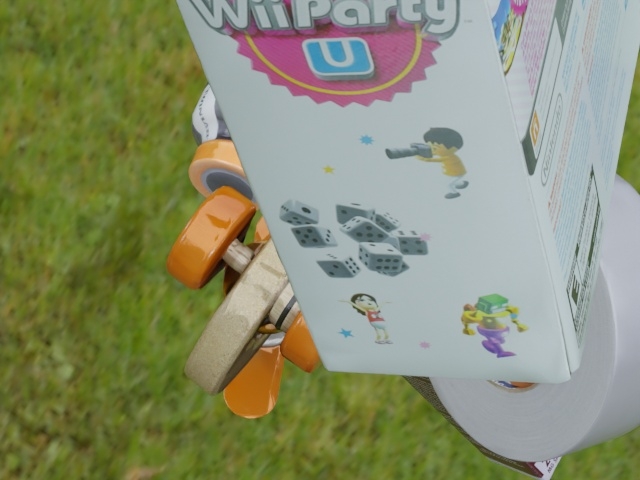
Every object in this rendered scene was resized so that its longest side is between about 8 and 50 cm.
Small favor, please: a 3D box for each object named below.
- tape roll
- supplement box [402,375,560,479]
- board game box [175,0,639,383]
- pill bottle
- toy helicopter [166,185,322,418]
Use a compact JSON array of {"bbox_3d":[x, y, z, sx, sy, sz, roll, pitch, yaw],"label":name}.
[{"bbox_3d":[0.160,0.048,1.291,0.072,0.219,0.219,-11,65,-35],"label":"tape roll"},{"bbox_3d":[0.147,0.093,1.509,0.239,0.073,0.130,44,72,-42],"label":"supplement box"},{"bbox_3d":[0.033,-0.131,0.561,0.097,0.303,0.224,2,51,19],"label":"board game box"},{"bbox_3d":[-0.053,-0.150,1.834,0.130,0.130,0.246,28,59,-8],"label":"pill bottle"},{"bbox_3d":[0.000,0.000,1.471,0.140,0.235,0.355,34,52,7],"label":"toy helicopter"}]
